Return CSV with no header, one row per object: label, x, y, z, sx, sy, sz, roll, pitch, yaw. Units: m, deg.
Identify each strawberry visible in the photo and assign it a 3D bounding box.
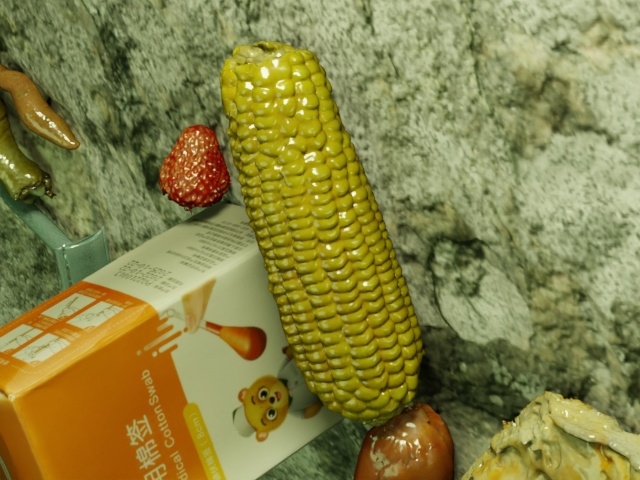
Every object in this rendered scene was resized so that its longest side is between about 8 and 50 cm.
strawberry,-0.119,-0.070,1.620,0.073,0.073,0.083,38,121,31

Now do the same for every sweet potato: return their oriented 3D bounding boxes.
sweet potato,-0.331,-0.161,1.879,0.179,0.044,0.044,45,148,19

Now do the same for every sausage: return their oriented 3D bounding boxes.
sausage,0.074,0.284,1.625,0.102,0.102,0.330,39,145,30

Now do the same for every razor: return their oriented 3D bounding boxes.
razor,-0.332,-0.013,2.004,0.232,0.068,0.106,38,145,40

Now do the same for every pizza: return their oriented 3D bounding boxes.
pizza,0.211,0.217,1.387,0.297,0.071,0.189,20,134,48

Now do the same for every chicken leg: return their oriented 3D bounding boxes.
chicken leg,-0.405,-0.124,1.962,0.088,0.103,0.228,-33,93,45

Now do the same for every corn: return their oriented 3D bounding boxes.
corn,0.000,0.000,1.456,0.120,0.120,0.363,6,121,54

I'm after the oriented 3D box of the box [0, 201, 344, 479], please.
box,-0.155,0.140,1.588,0.143,0.341,0.225,15,130,49
